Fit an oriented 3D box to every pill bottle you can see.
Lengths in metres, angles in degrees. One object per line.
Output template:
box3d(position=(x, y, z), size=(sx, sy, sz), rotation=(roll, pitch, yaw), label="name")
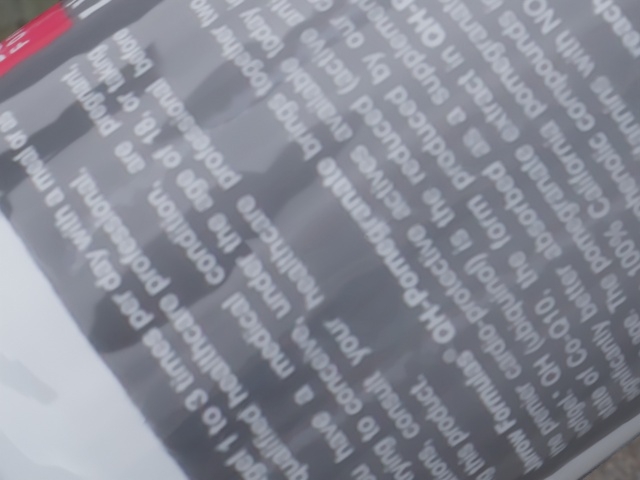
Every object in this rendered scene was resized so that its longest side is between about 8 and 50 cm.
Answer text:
box3d(position=(0.000, 0.000, 0.450), size=(0.318, 0.176, 0.176), rotation=(-36, 20, -2), label="pill bottle")
